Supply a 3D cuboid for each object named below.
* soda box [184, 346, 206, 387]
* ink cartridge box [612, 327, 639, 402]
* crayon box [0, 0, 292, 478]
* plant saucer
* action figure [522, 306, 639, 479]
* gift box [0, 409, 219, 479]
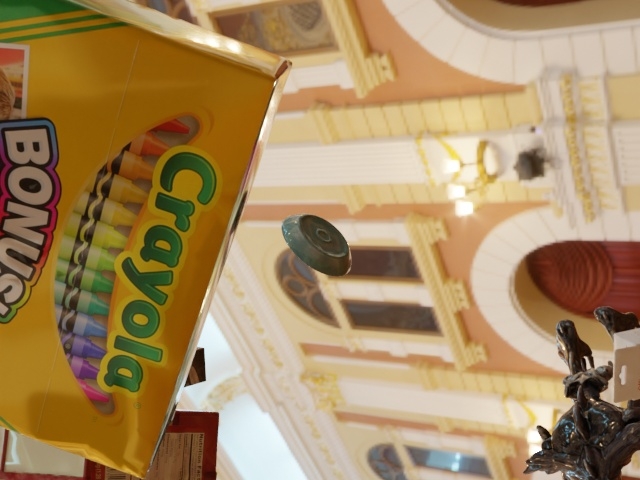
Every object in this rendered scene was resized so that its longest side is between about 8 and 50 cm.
[{"bbox_3d":[-0.252,0.205,1.245,0.169,0.053,0.060,-7,-85,-56],"label":"soda box"},{"bbox_3d":[0.260,0.095,0.635,0.083,0.028,0.048,-9,-74,-14],"label":"ink cartridge box"},{"bbox_3d":[-0.230,-0.023,0.659,0.106,0.313,0.363,-69,0,-69],"label":"crayon box"},{"bbox_3d":[0.000,0.000,1.147,0.119,0.021,0.119,28,-148,-19],"label":"plant saucer"},{"bbox_3d":[0.316,0.195,0.877,0.141,0.164,0.276,46,-146,-15],"label":"action figure"},{"bbox_3d":[-0.318,0.319,1.072,0.276,0.258,0.255,22,-112,-47],"label":"gift box"}]
